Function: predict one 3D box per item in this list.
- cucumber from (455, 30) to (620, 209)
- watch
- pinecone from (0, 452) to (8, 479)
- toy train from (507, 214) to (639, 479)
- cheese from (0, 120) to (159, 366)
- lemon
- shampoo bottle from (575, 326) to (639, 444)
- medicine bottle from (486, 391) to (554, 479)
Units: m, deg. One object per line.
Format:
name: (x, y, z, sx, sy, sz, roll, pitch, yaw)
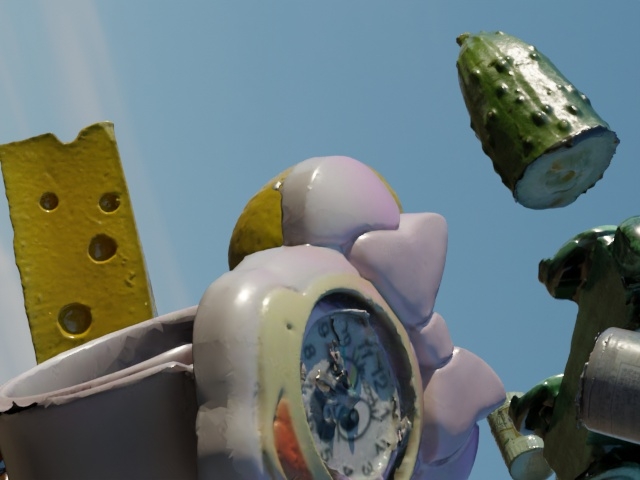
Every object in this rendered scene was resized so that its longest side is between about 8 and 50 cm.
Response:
cucumber: (0.218, -0.153, 1.886, 0.244, 0.134, 0.134, 57, -24, 33)
watch: (-0.056, 0.082, 0.926, 0.217, 0.248, 0.211, -12, -80, 33)
pinecone: (-0.304, 0.258, 1.448, 0.264, 0.264, 0.264, 164, -90, -72)
toy train: (0.257, 0.090, 1.239, 0.301, 0.202, 0.120, 93, -17, -44)
cheese: (-0.181, 0.002, 1.268, 0.126, 0.093, 0.171, -121, -161, -80)
lemon: (0.000, 0.000, 1.800, 0.170, 0.207, 0.170, 35, -27, 21)
shampoo bottle: (0.261, 0.104, 0.984, 0.214, 0.072, 0.072, 13, -53, 24)
medicine bottle: (0.182, 0.179, 1.537, 0.083, 0.047, 0.047, -108, -169, -55)
